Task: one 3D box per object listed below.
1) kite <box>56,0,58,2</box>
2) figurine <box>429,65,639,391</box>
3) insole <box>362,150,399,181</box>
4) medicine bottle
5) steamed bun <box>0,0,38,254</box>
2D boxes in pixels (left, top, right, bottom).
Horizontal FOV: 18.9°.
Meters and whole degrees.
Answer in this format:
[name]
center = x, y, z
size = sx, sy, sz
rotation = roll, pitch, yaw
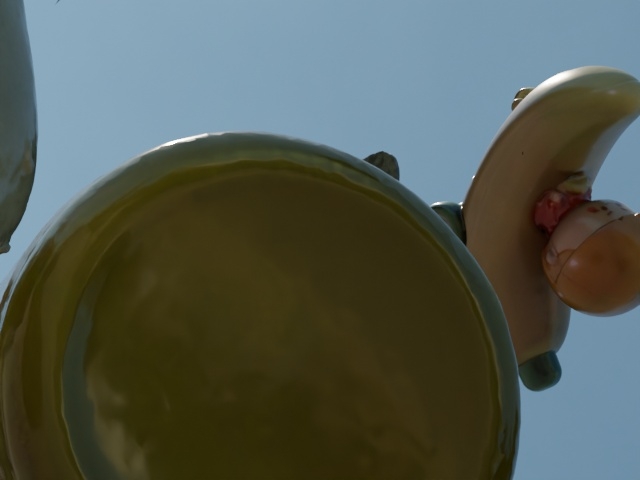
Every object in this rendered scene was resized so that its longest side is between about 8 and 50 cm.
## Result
[kite]
center = -0.135, -0.161, 1.108
size = 0.002, 0.044, 0.078
rotation = 37, -27, -4
[figurine]
center = 0.220, -0.011, 1.757
size = 0.222, 0.124, 0.324
rotation = 52, -45, 32
[insole]
center = 0.000, 0.000, 1.269
size = 0.006, 0.065, 0.193
rotation = 16, -38, -26
[medicine bottle]
center = -0.076, 0.105, 0.921
size = 0.224, 0.224, 0.384
rotation = 44, -25, -3
[steamed bun]
center = -0.187, -0.082, 0.556
size = 0.170, 0.152, 0.238
rotation = -18, -94, 16
